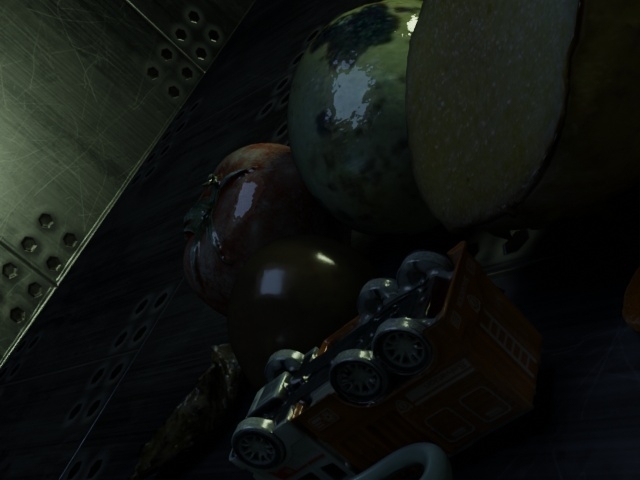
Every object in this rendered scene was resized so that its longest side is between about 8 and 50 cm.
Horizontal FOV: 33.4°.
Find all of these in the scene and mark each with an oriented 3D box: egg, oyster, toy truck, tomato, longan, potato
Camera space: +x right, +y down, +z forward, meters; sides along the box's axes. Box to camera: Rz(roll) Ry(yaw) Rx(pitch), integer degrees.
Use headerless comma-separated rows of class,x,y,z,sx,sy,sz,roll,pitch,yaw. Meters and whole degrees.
egg,0.115,-0.187,1.675,0.345,0.345,0.428,-30,31,38
oyster,-0.229,0.318,1.849,0.294,0.094,0.166,-55,2,10
toy truck,0.076,0.190,1.300,0.387,0.207,0.173,-39,15,34
tomato,-0.098,-0.014,1.851,0.317,0.282,0.317,-48,29,39
longan,-0.017,0.117,1.545,0.258,0.258,0.258,-40,23,20
potato,0.330,-0.207,1.327,0.442,0.319,0.385,125,140,-59

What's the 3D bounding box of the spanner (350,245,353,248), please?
spanner,0.000,0.000,2.022,0.087,0.024,0.316,-50,23,0

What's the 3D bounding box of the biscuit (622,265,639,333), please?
biscuit,0.449,-0.011,1.124,0.324,0.049,0.205,-47,22,21

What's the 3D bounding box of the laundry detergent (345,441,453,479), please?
laundry detergent,0.079,0.329,1.169,0.280,0.105,0.215,-35,36,34
